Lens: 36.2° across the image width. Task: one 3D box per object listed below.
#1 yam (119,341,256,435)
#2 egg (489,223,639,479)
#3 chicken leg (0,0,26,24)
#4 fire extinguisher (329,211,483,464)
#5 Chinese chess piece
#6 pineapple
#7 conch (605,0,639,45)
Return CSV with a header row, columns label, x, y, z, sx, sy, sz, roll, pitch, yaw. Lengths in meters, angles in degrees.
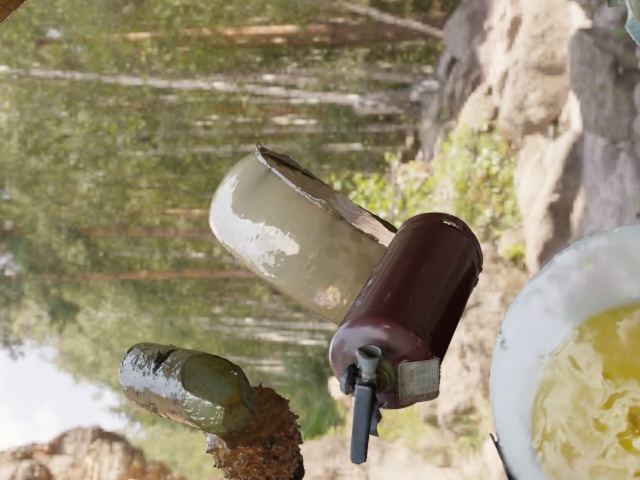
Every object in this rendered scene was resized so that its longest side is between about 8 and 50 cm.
label,x,y,z,sx,sy,sz,roll,pitch,yaw
yam,-0.122,0.130,0.885,0.069,0.146,0.070,-4,-85,-44
egg,0.357,0.156,1.048,0.201,0.337,0.337,15,-107,-50
chicken leg,-0.369,-0.320,1.152,0.085,0.207,0.101,52,-170,-49
fire extinguisher,0.074,0.076,0.865,0.269,0.104,0.105,-55,-35,-57
Chinese chess piece,0.000,0.000,1.437,0.141,0.338,0.338,-55,-5,9
pineapple,-0.061,0.294,1.187,0.130,0.119,0.277,-117,12,-51
conch,0.233,-0.223,0.700,0.153,0.102,0.135,47,-149,-36
